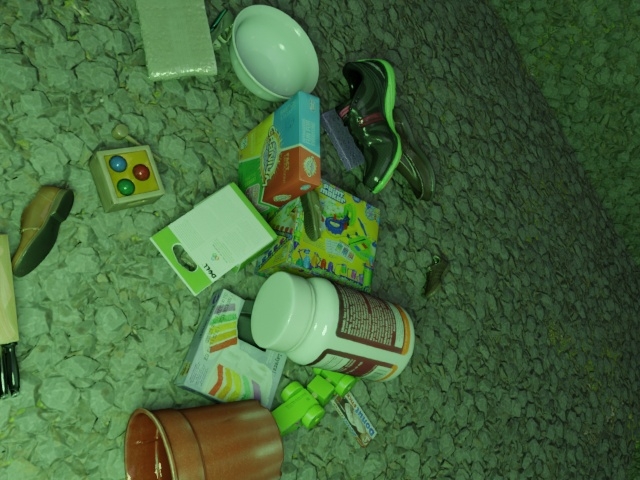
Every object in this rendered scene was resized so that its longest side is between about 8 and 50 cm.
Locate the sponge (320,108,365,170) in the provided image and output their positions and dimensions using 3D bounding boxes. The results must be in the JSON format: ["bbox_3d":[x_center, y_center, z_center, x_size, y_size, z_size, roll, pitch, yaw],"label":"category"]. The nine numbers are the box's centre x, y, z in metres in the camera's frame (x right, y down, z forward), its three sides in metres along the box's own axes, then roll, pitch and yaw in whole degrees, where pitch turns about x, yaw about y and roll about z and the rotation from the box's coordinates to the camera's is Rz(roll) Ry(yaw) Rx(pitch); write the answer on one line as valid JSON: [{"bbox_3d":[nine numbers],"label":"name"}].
[{"bbox_3d":[0.085,-0.349,1.733,0.117,0.031,0.210,-33,98,-40],"label":"sponge"}]

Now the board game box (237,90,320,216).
[{"bbox_3d":[-0.118,-0.213,1.350,0.064,0.316,0.243,11,69,-35],"label":"board game box"}]

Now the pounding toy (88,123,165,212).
[{"bbox_3d":[-0.452,-0.192,1.228,0.181,0.094,0.206,-18,89,-40],"label":"pounding toy"}]

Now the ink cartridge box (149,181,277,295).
[{"bbox_3d":[-0.268,0.003,1.287,0.255,0.097,0.189,-37,84,-22],"label":"ink cartridge box"}]

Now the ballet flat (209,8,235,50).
[{"bbox_3d":[-0.305,-0.594,1.482,0.068,0.072,0.213,48,54,-30],"label":"ballet flat"}]

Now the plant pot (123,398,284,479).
[{"bbox_3d":[-0.239,0.467,1.082,0.264,0.272,0.273,-1,77,-40],"label":"plant pot"}]

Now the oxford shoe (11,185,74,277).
[{"bbox_3d":[-0.609,-0.022,1.085,0.075,0.076,0.212,17,66,0],"label":"oxford shoe"}]

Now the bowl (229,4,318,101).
[{"bbox_3d":[-0.161,-0.535,1.532,0.297,0.134,0.298,13,68,-35],"label":"bowl"}]

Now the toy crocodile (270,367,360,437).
[{"bbox_3d":[-0.009,0.421,1.388,0.115,0.105,0.340,35,46,27],"label":"toy crocodile"}]

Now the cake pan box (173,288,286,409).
[{"bbox_3d":[-0.204,0.286,1.294,0.245,0.070,0.267,36,56,-27],"label":"cake pan box"}]

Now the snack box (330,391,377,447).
[{"bbox_3d":[0.097,0.515,1.486,0.064,0.022,0.178,-40,101,-40],"label":"snack box"}]

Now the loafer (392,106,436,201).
[{"bbox_3d":[0.292,-0.295,1.835,0.130,0.134,0.366,-23,81,-13],"label":"loafer"}]

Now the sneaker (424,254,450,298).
[{"bbox_3d":[0.401,0.130,1.824,0.071,0.066,0.188,40,49,-1],"label":"sneaker"}]

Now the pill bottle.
[{"bbox_3d":[0.034,0.224,1.315,0.392,0.224,0.224,22,64,-32],"label":"pill bottle"}]

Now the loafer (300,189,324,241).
[{"bbox_3d":[-0.015,-0.070,1.328,0.050,0.056,0.148,-2,77,-31],"label":"loafer"}]

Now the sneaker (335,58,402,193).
[{"bbox_3d":[0.145,-0.378,1.684,0.202,0.185,0.483,3,71,-18],"label":"sneaker"}]

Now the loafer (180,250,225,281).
[{"bbox_3d":[-0.303,0.066,1.307,0.125,0.039,0.045,43,14,-21],"label":"loafer"}]

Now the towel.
[{"bbox_3d":[-0.394,-0.568,1.378,0.187,0.049,0.283,-10,83,-11],"label":"towel"}]

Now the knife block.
[{"bbox_3d":[-0.629,0.162,0.989,0.242,0.088,0.276,43,54,-20],"label":"knife block"}]

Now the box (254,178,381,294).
[{"bbox_3d":[0.000,0.000,1.466,0.289,0.177,0.279,25,63,-29],"label":"box"}]
